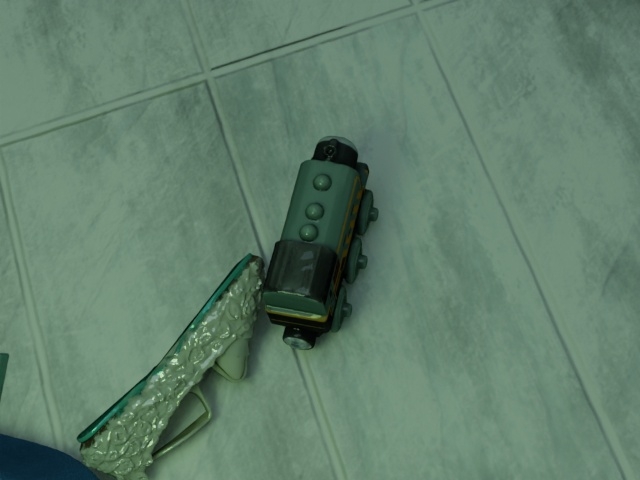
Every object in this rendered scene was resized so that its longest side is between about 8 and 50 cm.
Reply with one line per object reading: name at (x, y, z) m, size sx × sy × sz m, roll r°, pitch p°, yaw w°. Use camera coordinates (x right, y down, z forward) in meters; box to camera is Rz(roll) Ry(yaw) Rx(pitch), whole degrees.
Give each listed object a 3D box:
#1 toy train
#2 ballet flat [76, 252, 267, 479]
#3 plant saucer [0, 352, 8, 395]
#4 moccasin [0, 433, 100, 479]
toy train at (0.000, 0.000, 1.756) m, size 0.142 × 0.190 × 0.334 m, roll 11°, pitch 66°, yaw 11°
ballet flat at (-0.199, 0.207, 1.732) m, size 0.147 × 0.147 × 0.409 m, roll 37°, pitch 76°, yaw 21°
plant saucer at (-0.547, 0.267, 1.784) m, size 0.067 × 0.018 × 0.192 m, roll 0°, pitch 65°, yaw 7°
moccasin at (-0.453, 0.368, 1.670) m, size 0.342 × 0.117 × 0.138 m, roll 19°, pitch 27°, yaw 26°
